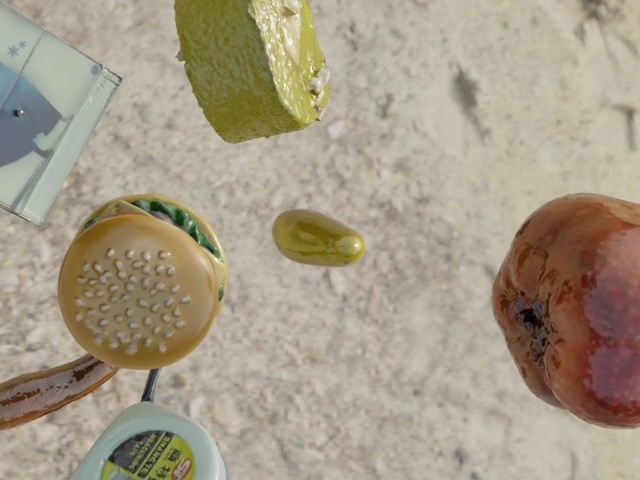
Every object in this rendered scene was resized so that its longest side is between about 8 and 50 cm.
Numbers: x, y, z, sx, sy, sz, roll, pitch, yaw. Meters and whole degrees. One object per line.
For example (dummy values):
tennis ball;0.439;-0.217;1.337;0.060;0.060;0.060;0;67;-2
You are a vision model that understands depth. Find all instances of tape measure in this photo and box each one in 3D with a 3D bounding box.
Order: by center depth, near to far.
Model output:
tape measure;-0.197;0.276;1.770;0.351;0.215;0.098;-57;152;-25

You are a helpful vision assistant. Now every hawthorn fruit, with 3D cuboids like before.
hawthorn fruit;0.282;0.054;1.138;0.243;0.207;0.207;-14;90;-22

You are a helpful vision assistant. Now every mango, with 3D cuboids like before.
mango;0.000;0.000;1.830;0.103;0.161;0.076;6;97;-44

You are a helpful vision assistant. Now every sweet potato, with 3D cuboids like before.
sweet potato;-0.313;0.170;1.487;0.265;0.057;0.057;-22;95;-25

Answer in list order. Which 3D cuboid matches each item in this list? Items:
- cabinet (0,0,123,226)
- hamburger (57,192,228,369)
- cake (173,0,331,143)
cabinet;-0.303;-0.129;1.087;0.206;0.150;0.145;32;82;-30
hamburger;-0.163;0.037;1.191;0.162;0.115;0.162;1;105;3
cake;-0.090;-0.263;1.713;0.179;0.156;0.260;-54;127;-64
